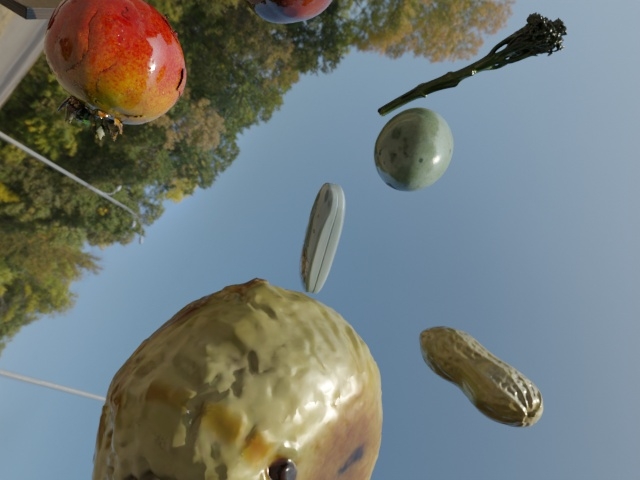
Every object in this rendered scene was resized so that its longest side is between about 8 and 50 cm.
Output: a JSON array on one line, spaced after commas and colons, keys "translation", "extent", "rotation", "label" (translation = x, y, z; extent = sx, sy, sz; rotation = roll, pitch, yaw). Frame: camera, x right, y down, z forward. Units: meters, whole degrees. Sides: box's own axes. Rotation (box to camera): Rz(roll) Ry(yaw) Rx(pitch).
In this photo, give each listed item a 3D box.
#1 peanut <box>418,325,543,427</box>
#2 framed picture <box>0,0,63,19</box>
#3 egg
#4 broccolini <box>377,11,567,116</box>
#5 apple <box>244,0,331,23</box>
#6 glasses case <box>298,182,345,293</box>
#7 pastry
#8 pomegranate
[{"translation": [0.254, 0.219, 0.666], "extent": [0.214, 0.090, 0.098], "rotation": [37, -135, 28], "label": "peanut"}, {"translation": [-0.582, -0.478, 0.776], "extent": [0.023, 0.168, 0.128], "rotation": [-57, -177, 32], "label": "framed picture"}, {"translation": [0.206, -0.202, 0.904], "extent": [0.169, 0.169, 0.236], "rotation": [-17, -157, 37], "label": "egg"}, {"translation": [0.165, -0.190, 0.475], "extent": [0.218, 0.042, 0.044], "rotation": [-20, -144, 37], "label": "broccolini"}, {"translation": [-0.067, -0.550, 0.804], "extent": [0.234, 0.234, 0.234], "rotation": [-27, -137, 29], "label": "apple"}, {"translation": [0.000, 0.000, 0.605], "extent": [0.067, 0.045, 0.178], "rotation": [-108, -152, -55], "label": "glasses case"}, {"translation": [-0.105, 0.240, 0.545], "extent": [0.312, 0.388, 0.388], "rotation": [14, -109, 39], "label": "pastry"}, {"translation": [-0.340, -0.288, 0.679], "extent": [0.235, 0.210, 0.210], "rotation": [-60, -144, 9], "label": "pomegranate"}]
